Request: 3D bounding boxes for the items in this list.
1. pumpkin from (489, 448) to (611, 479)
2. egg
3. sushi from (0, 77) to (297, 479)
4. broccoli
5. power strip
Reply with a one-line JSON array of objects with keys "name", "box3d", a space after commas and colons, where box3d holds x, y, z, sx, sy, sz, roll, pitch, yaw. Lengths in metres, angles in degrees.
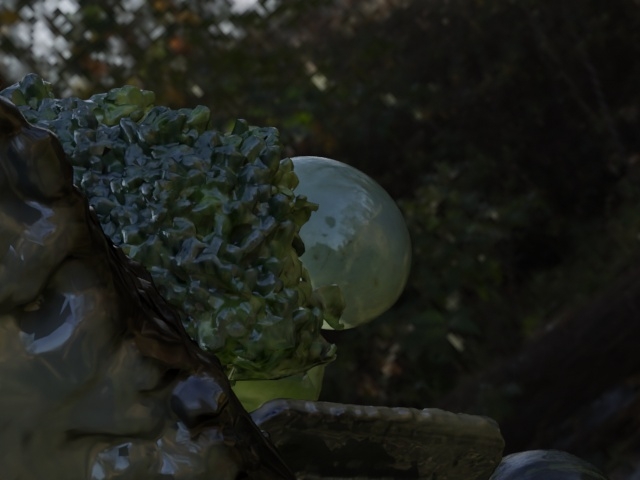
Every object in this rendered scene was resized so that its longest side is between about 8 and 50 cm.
[{"name": "pumpkin", "box3d": [0.145, 0.222, 1.027, 0.167, 0.125, 0.167, -38, 42, 44]}, {"name": "egg", "box3d": [0.000, 0.000, 1.432, 0.149, 0.192, 0.149, -24, -44, -25]}, {"name": "sushi", "box3d": [-0.128, 0.073, 0.518, 0.196, 0.343, 0.182, -40, 22, -13]}, {"name": "broccoli", "box3d": [-0.153, 0.060, 0.968, 0.338, 0.277, 0.317, -30, -32, -2]}, {"name": "power strip", "box3d": [0.002, 0.185, 0.855, 0.198, 0.064, 0.213, 7, -55, -39]}]
